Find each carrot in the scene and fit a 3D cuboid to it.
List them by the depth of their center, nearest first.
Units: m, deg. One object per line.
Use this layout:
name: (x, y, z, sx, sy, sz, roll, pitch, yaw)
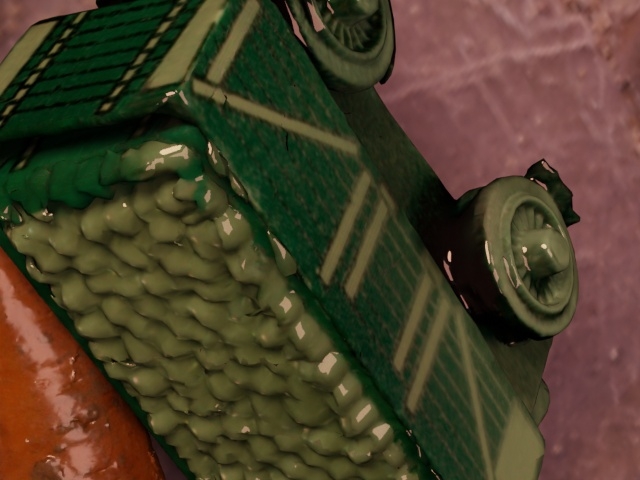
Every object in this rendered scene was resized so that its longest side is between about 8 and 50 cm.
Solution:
carrot: (-0.093, 0.051, 0.596, 0.060, 0.060, 0.186, -24, 107, -27)

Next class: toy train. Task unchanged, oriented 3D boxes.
toy train: (0.000, 0.000, 0.598, 0.269, 0.115, 0.154, 57, 38, -31)
